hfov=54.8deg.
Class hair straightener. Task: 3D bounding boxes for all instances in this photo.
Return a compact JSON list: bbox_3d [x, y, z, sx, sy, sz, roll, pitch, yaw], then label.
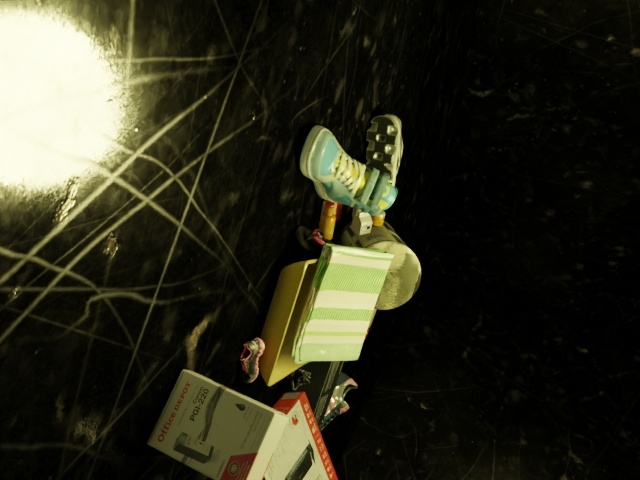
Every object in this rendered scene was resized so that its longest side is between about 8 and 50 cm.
[{"bbox_3d":[-0.074,0.405,1.850,0.230,0.089,0.047,85,27,-55],"label":"hair straightener"}]

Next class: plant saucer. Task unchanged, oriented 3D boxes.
[{"bbox_3d":[-0.063,0.189,1.654,0.333,0.081,0.333,-4,112,-72],"label":"plant saucer"}]

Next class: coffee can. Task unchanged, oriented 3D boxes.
[{"bbox_3d":[0.163,0.060,1.824,0.275,0.201,0.202,-112,-143,-72],"label":"coffee can"}]

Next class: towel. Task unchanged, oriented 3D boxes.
[{"bbox_3d":[0.060,0.171,1.623,0.247,0.038,0.325,6,106,-41],"label":"towel"}]

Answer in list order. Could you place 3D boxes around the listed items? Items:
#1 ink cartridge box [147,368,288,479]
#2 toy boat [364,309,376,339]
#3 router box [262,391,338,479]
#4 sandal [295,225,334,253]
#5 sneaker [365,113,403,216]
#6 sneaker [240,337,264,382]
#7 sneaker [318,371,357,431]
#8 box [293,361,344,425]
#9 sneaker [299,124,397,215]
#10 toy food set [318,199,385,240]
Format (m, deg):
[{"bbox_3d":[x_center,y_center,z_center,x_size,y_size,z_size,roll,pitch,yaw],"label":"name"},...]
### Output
[{"bbox_3d":[-0.196,0.364,1.187,0.159,0.217,0.092,-66,158,-14],"label":"ink cartridge box"},{"bbox_3d":[0.130,0.245,2.267,0.318,0.148,0.268,-56,165,-60],"label":"toy boat"},{"bbox_3d":[-0.091,0.676,1.832,0.301,0.082,0.336,-42,117,-56],"label":"router box"},{"bbox_3d":[0.000,0.000,1.583,0.179,0.040,0.067,23,44,-49],"label":"sandal"},{"bbox_3d":[0.197,-0.230,1.920,0.146,0.122,0.331,-35,143,-59],"label":"sneaker"},{"bbox_3d":[-0.176,0.292,1.493,0.057,0.047,0.119,-5,114,-51],"label":"sneaker"},{"bbox_3d":[0.036,0.664,2.424,0.112,0.131,0.319,80,34,-60],"label":"sneaker"},{"bbox_3d":[-0.018,0.508,2.125,0.261,0.103,0.184,-71,160,0],"label":"box"},{"bbox_3d":[0.079,-0.160,1.474,0.127,0.208,0.319,-66,163,-7],"label":"sneaker"},{"bbox_3d":[0.080,-0.085,1.706,0.232,0.111,0.105,-13,127,-33],"label":"toy food set"}]
